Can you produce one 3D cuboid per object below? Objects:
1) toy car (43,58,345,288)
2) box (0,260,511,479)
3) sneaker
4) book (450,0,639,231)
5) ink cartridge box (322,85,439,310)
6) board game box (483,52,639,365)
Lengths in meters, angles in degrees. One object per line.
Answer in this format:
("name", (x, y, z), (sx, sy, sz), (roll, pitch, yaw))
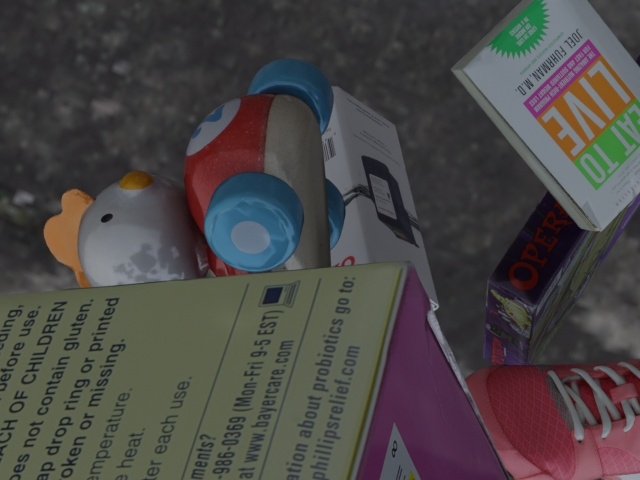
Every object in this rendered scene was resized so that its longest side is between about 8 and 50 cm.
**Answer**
("toy car", (-0.114, -0.017, 1.539), (0.238, 0.219, 0.210), (-1, 123, 9))
("box", (-0.062, 0.127, 0.552), (0.243, 0.117, 0.213), (-5, 135, 24))
("sneaker", (0.226, 0.125, 1.461), (0.314, 0.116, 0.136), (9, 140, -42))
("book", (0.166, -0.091, 1.256), (0.144, 0.096, 0.035), (48, 171, -16))
("ink cartridge box", (0.000, 0.000, 1.825), (0.172, 0.237, 0.100), (-36, 135, 27))
("board game box", (0.238, -0.063, 1.514), (0.056, 0.347, 0.208), (30, 165, 18))
